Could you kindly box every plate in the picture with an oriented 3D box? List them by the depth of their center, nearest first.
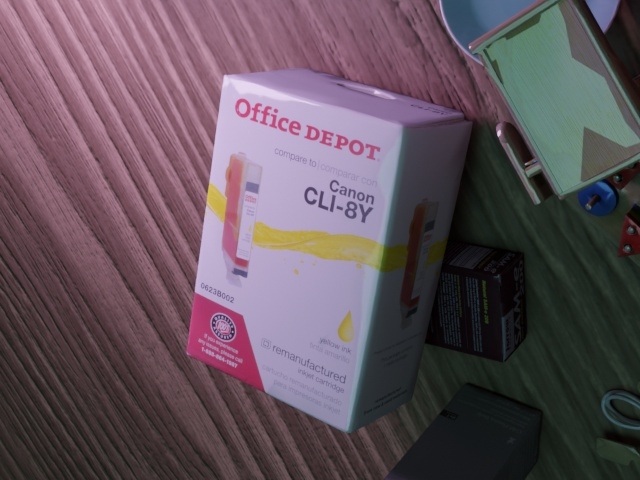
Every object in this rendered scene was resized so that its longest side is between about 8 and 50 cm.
[{"bbox_3d":[0.219,-0.263,1.043,0.188,0.024,0.188,-1,87,17],"label":"plate"}]

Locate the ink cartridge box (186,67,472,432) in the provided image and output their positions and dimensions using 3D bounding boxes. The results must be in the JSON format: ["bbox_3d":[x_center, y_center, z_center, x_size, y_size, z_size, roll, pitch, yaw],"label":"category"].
[{"bbox_3d":[0.000,0.000,1.257,0.279,0.160,0.385,21,110,32],"label":"ink cartridge box"}]

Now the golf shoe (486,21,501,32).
[{"bbox_3d":[0.196,-0.232,1.090,0.186,0.086,0.067,50,138,4],"label":"golf shoe"}]

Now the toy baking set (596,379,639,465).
[{"bbox_3d":[0.451,0.219,1.213,0.196,0.030,0.256,38,134,18],"label":"toy baking set"}]

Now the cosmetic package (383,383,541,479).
[{"bbox_3d":[0.187,0.312,1.332,0.127,0.238,0.107,18,127,29],"label":"cosmetic package"}]

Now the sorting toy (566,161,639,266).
[{"bbox_3d":[0.357,-0.036,1.112,0.274,0.046,0.132,44,135,8],"label":"sorting toy"}]

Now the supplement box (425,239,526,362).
[{"bbox_3d":[0.148,0.066,1.326,0.239,0.073,0.130,12,122,34],"label":"supplement box"}]

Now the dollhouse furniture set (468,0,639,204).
[{"bbox_3d":[0.261,-0.152,0.957,0.212,0.242,0.161,-30,89,29],"label":"dollhouse furniture set"}]
